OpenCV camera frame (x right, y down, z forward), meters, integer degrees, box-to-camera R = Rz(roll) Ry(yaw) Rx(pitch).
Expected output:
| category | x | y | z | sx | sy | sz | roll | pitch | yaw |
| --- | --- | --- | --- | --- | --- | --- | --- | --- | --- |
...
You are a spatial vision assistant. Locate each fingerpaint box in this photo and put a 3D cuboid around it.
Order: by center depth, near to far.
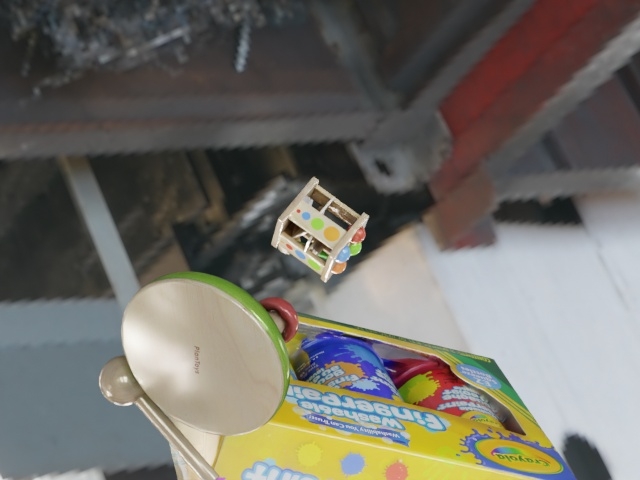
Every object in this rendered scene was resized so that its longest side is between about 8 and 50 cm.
| category | x | y | z | sx | sy | sz | roll | pitch | yaw |
| --- | --- | --- | --- | --- | --- | --- | --- | --- | --- |
| fingerpaint box | 0.048 | 0.238 | 2.057 | 0.444 | 0.371 | 0.163 | 14 | 108 | -17 |

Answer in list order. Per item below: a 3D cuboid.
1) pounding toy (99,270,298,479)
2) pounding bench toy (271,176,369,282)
| category | x | y | z | sx | sy | sz | roll | pitch | yaw |
| --- | --- | --- | --- | --- | --- | --- | --- | --- | --- |
| pounding toy | -0.107 | 0.110 | 1.705 | 0.237 | 0.183 | 0.110 | -55 | 175 | 40 |
| pounding bench toy | 0.000 | 0.000 | 1.419 | 0.052 | 0.065 | 0.083 | -50 | 171 | -25 |
